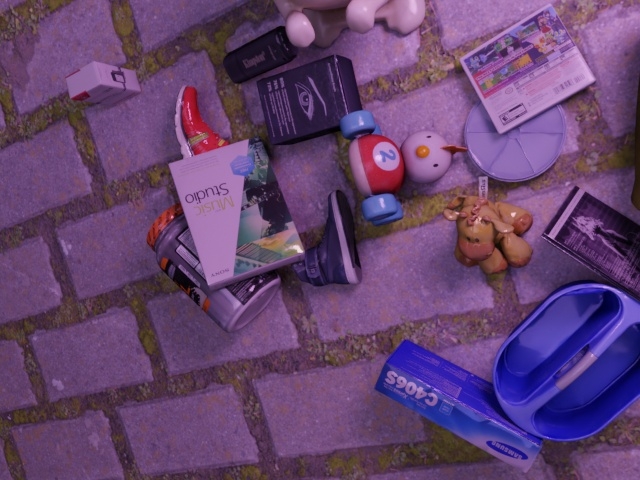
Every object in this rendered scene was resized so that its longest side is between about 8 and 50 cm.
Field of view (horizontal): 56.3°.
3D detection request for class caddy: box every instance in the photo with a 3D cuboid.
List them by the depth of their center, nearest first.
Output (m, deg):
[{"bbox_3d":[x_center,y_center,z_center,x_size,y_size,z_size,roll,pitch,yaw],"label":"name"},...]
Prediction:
[{"bbox_3d":[0.500,0.233,1.181,0.241,0.179,0.341,42,108,10],"label":"caddy"}]

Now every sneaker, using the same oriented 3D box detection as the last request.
[{"bbox_3d":[-0.001,0.001,1.415,0.163,0.086,0.226,-7,98,21],"label":"sneaker"},{"bbox_3d":[-0.290,-0.251,1.507,0.118,0.107,0.279,-8,99,6],"label":"sneaker"}]

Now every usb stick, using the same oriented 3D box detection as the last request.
[{"bbox_3d":[-0.141,-0.415,1.354,0.278,0.045,0.077,3,117,56],"label":"usb stick"}]

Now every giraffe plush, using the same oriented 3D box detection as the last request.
[{"bbox_3d":[0.334,-0.023,1.220,0.181,0.170,0.210,-17,92,25],"label":"giraffe plush"}]

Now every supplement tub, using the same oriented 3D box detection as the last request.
[{"bbox_3d":[-0.268,0.059,1.483,0.316,0.193,0.194,42,112,12],"label":"supplement tub"}]

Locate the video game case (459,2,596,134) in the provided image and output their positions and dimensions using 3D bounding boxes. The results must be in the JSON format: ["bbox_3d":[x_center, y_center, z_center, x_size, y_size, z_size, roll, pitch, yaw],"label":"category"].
[{"bbox_3d":[0.407,-0.339,1.193,0.201,0.023,0.184,-29,78,20],"label":"video game case"}]

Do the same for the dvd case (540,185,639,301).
[{"bbox_3d":[0.552,0.004,1.149,0.221,0.164,0.018,37,147,13],"label":"dvd case"}]

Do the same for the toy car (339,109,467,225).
[{"bbox_3d":[0.188,-0.171,1.255,0.237,0.210,0.219,-16,82,12],"label":"toy car"}]

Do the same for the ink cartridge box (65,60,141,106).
[{"bbox_3d":[-0.561,-0.403,1.553,0.109,0.150,0.063,-18,88,25],"label":"ink cartridge box"}]

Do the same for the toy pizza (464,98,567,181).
[{"bbox_3d":[0.399,-0.221,1.232,0.201,0.032,0.201,2,95,23],"label":"toy pizza"}]

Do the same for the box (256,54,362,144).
[{"bbox_3d":[-0.021,-0.313,1.358,0.207,0.108,0.153,-10,95,24],"label":"box"}]

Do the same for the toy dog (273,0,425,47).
[{"bbox_3d":[0.024,-0.567,1.130,0.284,0.408,0.396,8,102,21],"label":"toy dog"}]

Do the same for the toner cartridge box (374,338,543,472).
[{"bbox_3d":[0.304,0.348,1.302,0.347,0.165,0.075,26,110,18],"label":"toner cartridge box"}]

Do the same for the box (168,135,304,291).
[{"bbox_3d":[-0.197,-0.068,1.398,0.232,0.058,0.322,-20,74,-9],"label":"box"}]

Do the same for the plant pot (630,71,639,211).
[{"bbox_3d":[0.680,-0.196,0.970,0.366,0.366,0.353,14,115,21],"label":"plant pot"}]
